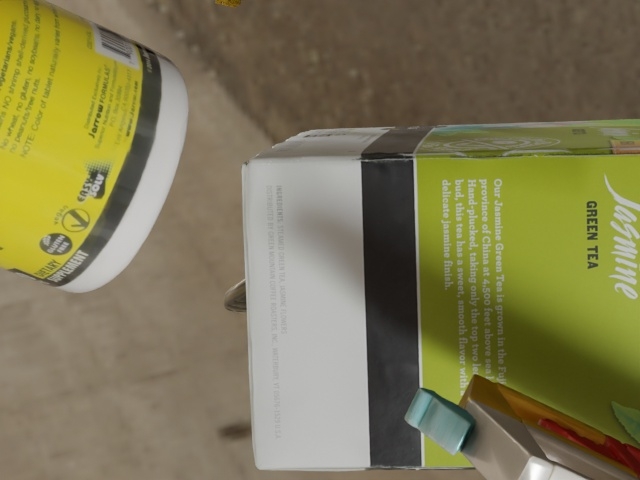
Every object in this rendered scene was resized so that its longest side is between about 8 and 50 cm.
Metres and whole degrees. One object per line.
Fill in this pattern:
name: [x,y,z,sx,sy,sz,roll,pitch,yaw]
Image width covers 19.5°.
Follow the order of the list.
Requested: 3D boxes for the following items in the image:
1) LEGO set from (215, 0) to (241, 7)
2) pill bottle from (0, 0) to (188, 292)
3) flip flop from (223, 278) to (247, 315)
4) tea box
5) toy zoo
LEGO set: [-0.073,-0.254,1.655,0.087,0.227,0.093,17,96,37]
pill bottle: [-0.275,-0.100,1.281,0.188,0.334,0.188,-42,36,41]
flip flop: [0.000,0.000,1.837,0.277,0.112,0.080,-48,39,44]
tea box: [0.126,0.028,1.374,0.329,0.323,0.220,-51,-40,-81]
toy zoo: [0.183,0.149,1.052,0.030,0.293,0.192,-63,7,6]
